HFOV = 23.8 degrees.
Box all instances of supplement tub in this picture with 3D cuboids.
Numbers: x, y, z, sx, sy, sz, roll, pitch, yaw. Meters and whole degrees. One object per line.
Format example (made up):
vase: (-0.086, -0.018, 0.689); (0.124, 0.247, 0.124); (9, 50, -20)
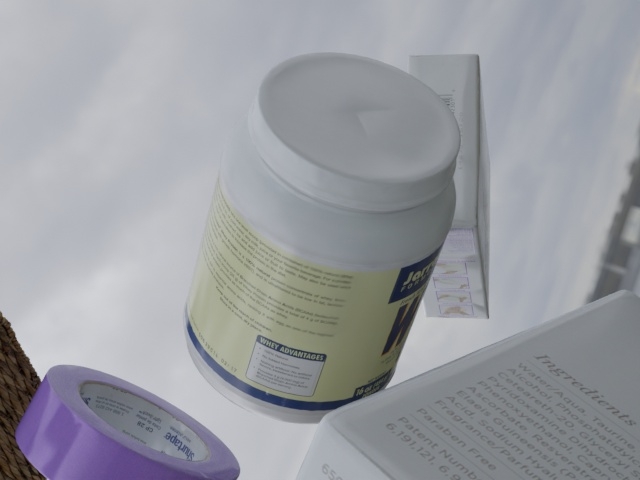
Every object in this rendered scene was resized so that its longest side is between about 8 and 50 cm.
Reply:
supplement tub: (0.000, 0.000, 1.523); (0.235, 0.235, 0.325); (-58, -11, -49)

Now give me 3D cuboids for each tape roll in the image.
tape roll: (-0.240, 0.263, 1.908); (0.090, 0.275, 0.275); (-62, -10, 7)

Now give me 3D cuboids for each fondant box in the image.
fondant box: (0.171, -0.062, 1.994); (0.330, 0.096, 0.238); (67, -156, -65)

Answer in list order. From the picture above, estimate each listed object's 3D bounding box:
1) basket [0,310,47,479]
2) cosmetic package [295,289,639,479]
basket: (-0.507, 0.243, 2.034); (0.223, 0.213, 0.299); (-55, -39, -34)
cosmetic package: (0.182, 0.285, 1.081); (0.393, 0.327, 0.329); (-17, -45, -48)
